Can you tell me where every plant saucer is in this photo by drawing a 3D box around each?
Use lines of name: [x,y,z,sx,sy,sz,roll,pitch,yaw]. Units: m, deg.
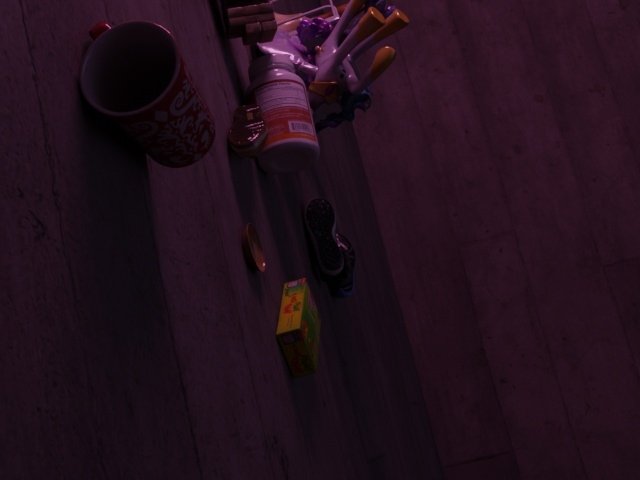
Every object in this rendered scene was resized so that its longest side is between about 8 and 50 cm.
plant saucer: [-0.109,0.013,1.465,0.083,0.015,0.083,-15,90,-81]

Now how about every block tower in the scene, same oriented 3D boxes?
block tower: [-0.160,-0.548,1.726,0.097,0.091,0.335,159,-81,-79]

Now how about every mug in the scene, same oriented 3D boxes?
mug: [-0.189,-0.173,1.042,0.169,0.113,0.150,59,19,-68]

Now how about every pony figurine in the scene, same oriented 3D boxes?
pony figurine: [0.017,-0.372,1.909,0.303,0.363,0.351,33,29,-22]

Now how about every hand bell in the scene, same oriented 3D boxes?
hand bell: [0.000,-0.570,2.358,0.126,0.242,0.126,-15,90,-81]

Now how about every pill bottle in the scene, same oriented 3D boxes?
pill bottle: [-0.078,-0.245,1.748,0.121,0.121,0.216,54,22,-64]

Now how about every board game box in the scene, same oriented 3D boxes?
board game box: [-0.036,0.150,1.581,0.181,0.043,0.092,-85,157,-65]

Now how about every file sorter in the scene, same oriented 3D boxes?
file sorter: [-0.016,-0.460,2.255,0.277,0.193,0.173,63,11,-48]

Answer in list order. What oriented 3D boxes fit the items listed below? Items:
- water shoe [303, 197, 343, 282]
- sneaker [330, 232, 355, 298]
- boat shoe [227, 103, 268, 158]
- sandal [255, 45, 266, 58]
water shoe: [0.000,0.000,2.019,0.080,0.073,0.203,107,-22,-54]
sneaker: [0.047,0.049,2.147,0.188,0.067,0.078,-92,170,-45]
boat shoe: [-0.120,-0.176,1.584,0.190,0.068,0.072,-87,171,-63]
sandal: [-0.083,-0.327,2.048,0.097,0.054,0.254,-60,133,-77]
